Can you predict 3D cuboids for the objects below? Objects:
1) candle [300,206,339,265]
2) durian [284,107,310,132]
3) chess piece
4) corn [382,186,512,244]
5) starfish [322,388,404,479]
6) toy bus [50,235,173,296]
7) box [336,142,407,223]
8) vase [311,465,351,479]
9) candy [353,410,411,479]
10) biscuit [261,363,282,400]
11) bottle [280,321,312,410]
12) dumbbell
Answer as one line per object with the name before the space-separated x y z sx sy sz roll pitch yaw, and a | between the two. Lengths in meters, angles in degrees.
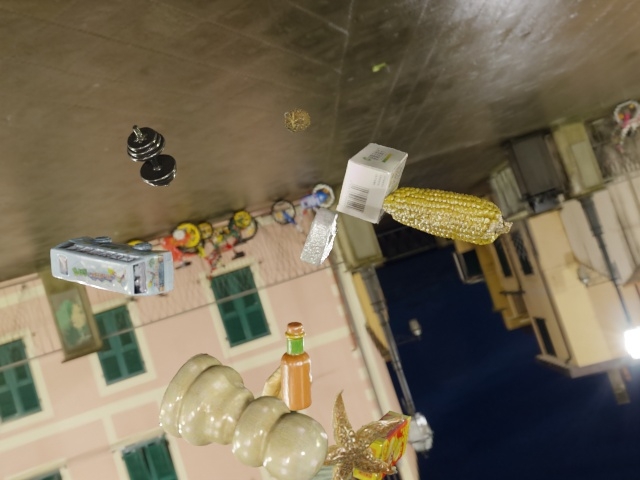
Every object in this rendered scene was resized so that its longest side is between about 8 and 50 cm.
candle | 0.000 0.000 1.908 0.068 0.168 0.192 20 152 9
durian | -0.066 -0.362 1.895 0.080 0.080 0.091 -23 -166 49
chess piece | -0.108 0.283 0.987 0.261 0.143 0.143 17 -168 25
corn | 0.312 -0.067 1.581 0.322 0.119 0.119 15 -173 18
starfish | 0.090 0.480 1.500 0.231 0.295 0.048 -5 -170 -19
toy bus | -0.502 0.060 1.511 0.329 0.109 0.136 7 -165 34
box | 0.177 -0.197 2.087 0.145 0.173 0.333 20 -157 10
vase | -0.013 0.737 1.973 0.248 0.128 0.128 -24 173 36
candy | 0.206 0.671 2.077 0.088 0.146 0.276 11 -170 26
biscuit | -0.120 0.427 1.826 0.160 0.030 0.250 -41 157 -43
bottle | -0.053 0.270 1.375 0.069 0.187 0.069 -1 -169 0
dumbbell | -0.421 -0.208 1.588 0.099 0.099 0.208 -18 142 -1
